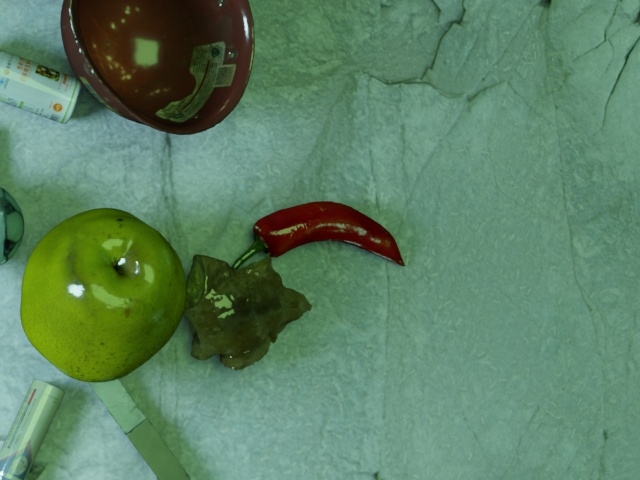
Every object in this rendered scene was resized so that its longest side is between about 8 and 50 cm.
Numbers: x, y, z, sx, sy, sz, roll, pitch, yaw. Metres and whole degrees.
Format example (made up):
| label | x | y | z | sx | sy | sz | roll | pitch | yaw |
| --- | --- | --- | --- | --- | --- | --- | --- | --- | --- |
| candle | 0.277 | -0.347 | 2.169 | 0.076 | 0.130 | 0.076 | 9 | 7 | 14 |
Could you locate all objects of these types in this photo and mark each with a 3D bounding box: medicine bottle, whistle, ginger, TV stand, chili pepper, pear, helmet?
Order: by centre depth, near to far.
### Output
| label | x | y | z | sx | sy | sz | roll | pitch | yaw |
| --- | --- | --- | --- | --- | --- | --- | --- | --- | --- |
| whistle | -0.571 | -0.058 | 1.762 | 0.163 | 0.163 | 0.290 | -7 | 84 | -25 |
| pear | -0.359 | 0.090 | 1.766 | 0.294 | 0.294 | 0.294 | 5 | 79 | -23 |
| medicine bottle | -0.498 | 0.347 | 1.774 | 0.059 | 0.059 | 0.231 | 27 | 70 | -18 |
| medicine bottle | -0.516 | -0.272 | 1.864 | 0.183 | 0.086 | 0.086 | 19 | 73 | -21 |
| TV stand | -0.321 | 0.331 | 1.867 | 0.049 | 0.040 | 0.256 | -37 | 97 | -24 |
| helmet | -0.324 | -0.361 | 1.875 | 0.385 | 0.230 | 0.337 | 36 | 69 | -35 |
| ginger | -0.124 | 0.128 | 1.947 | 0.270 | 0.123 | 0.219 | 8 | 86 | -26 |
| chili pepper | 0.004 | -0.007 | 2.051 | 0.368 | 0.092 | 0.137 | -2 | 93 | -22 |
